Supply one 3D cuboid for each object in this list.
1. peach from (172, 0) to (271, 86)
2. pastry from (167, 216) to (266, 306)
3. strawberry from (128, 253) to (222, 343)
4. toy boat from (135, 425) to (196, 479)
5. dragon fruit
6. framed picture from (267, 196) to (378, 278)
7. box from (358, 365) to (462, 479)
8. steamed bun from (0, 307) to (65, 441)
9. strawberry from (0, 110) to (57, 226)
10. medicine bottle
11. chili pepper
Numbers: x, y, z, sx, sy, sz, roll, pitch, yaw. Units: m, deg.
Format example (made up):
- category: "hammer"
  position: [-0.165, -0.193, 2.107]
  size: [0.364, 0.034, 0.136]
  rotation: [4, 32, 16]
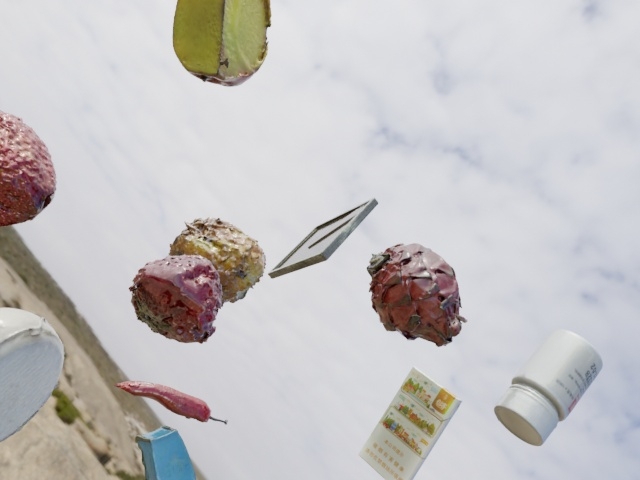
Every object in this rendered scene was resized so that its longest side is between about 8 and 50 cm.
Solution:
- category: "peach"
  position: [-0.186, -0.427, 1.064]
  size: [0.153, 0.158, 0.268]
  rotation: [6, -83, 28]
- category: "pastry"
  position: [-0.381, 0.074, 2.077]
  size: [0.337, 0.292, 0.405]
  rotation: [37, -11, 0]
- category: "strawberry"
  position: [-0.370, 0.147, 1.513]
  size: [0.274, 0.220, 0.274]
  rotation: [28, -34, 21]
- category: "toy boat"
  position: [-0.262, 0.414, 0.965]
  size: [0.077, 0.075, 0.186]
  rotation: [-27, -99, 43]
- category: "dragon fruit"
  position: [0.245, 0.145, 1.468]
  size: [0.299, 0.244, 0.244]
  rotation: [60, -20, 20]
- category: "framed picture"
  position: [0.000, 0.000, 0.972]
  size: [0.015, 0.150, 0.203]
  rotation: [50, -31, -10]
- category: "box"
  position: [0.182, 0.385, 1.154]
  size: [0.122, 0.221, 0.032]
  rotation: [33, 2, 36]
- category: "steamed bun"
  position: [-0.863, 0.334, 1.433]
  size: [0.241, 0.375, 0.375]
  rotation: [25, -30, 14]
- category: "strawberry"
  position: [-0.740, -0.164, 1.305]
  size: [0.288, 0.238, 0.250]
  rotation: [28, -56, 10]
- category: "medicine bottle"
  position: [0.521, 0.334, 1.294]
  size: [0.144, 0.252, 0.145]
  rotation: [41, -24, 23]
- category: "chili pepper"
  position: [-0.304, 0.342, 1.195]
  size: [0.267, 0.051, 0.059]
  rotation: [32, 0, -24]
